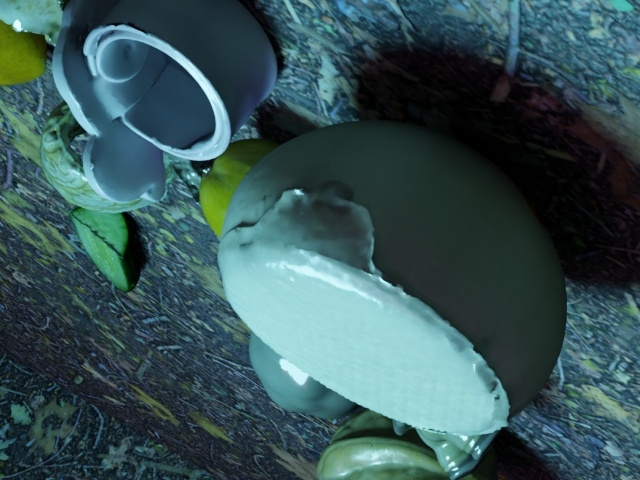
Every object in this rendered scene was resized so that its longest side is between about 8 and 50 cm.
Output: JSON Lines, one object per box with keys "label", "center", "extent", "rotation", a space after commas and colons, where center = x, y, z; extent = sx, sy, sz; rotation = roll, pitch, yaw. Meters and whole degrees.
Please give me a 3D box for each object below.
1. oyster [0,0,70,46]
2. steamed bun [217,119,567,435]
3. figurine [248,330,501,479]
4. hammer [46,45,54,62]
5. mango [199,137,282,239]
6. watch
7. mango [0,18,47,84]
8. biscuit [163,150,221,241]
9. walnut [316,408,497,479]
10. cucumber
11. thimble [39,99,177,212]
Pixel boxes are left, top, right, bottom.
{"label": "oyster", "center": [-0.344, -0.319, 1.712], "extent": [0.341, 0.110, 0.166], "rotation": [42, 164, -25]}
{"label": "steamed bun", "center": [0.085, 0.021, 1.572], "extent": [0.374, 0.241, 0.374], "rotation": [25, 155, 13]}
{"label": "figurine", "center": [0.060, 0.166, 2.000], "extent": [0.380, 0.203, 0.248], "rotation": [33, 169, 12]}
{"label": "hammer", "center": [-0.388, -0.266, 2.031], "extent": [0.178, 0.021, 0.065], "rotation": [34, 160, 4]}
{"label": "mango", "center": [-0.006, -0.002, 1.827], "extent": [0.331, 0.142, 0.195], "rotation": [40, 164, -28]}
{"label": "watch", "center": [-0.158, -0.161, 1.666], "extent": [0.217, 0.211, 0.248], "rotation": [4, 136, 42]}
{"label": "mango", "center": [-0.472, -0.308, 1.838], "extent": [0.350, 0.199, 0.201], "rotation": [43, 122, -12]}
{"label": "biscuit", "center": [-0.144, -0.069, 1.960], "extent": [0.250, 0.032, 0.133], "rotation": [56, -172, 13]}
{"label": "walnut", "center": [0.131, 0.368, 2.235], "extent": [0.285, 0.296, 0.285], "rotation": [10, 148, 7]}
{"label": "cucumber", "center": [-0.337, 0.014, 2.525], "extent": [0.115, 0.063, 0.244], "rotation": [39, 162, 12]}
{"label": "thimble", "center": [-0.278, -0.109, 2.038], "extent": [0.190, 0.137, 0.143], "rotation": [28, 162, -9]}
